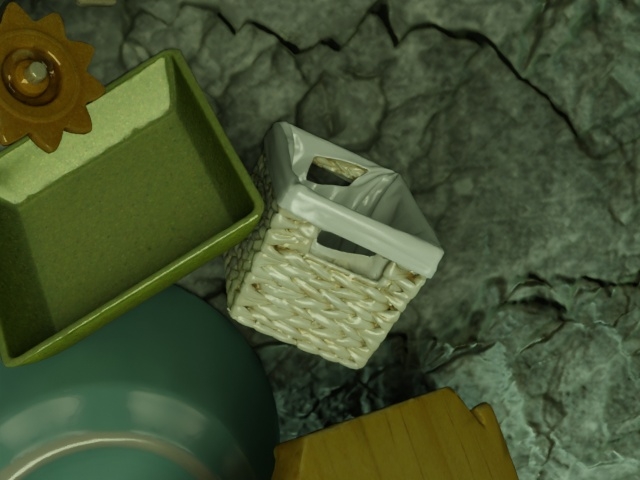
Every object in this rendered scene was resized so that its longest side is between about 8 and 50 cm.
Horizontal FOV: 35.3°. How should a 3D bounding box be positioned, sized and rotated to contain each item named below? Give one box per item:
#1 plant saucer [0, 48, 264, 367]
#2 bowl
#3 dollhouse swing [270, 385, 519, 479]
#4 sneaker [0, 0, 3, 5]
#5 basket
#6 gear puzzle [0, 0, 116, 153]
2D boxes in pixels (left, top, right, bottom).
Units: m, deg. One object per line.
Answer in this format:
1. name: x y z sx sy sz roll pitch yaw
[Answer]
1. plant saucer: -0.140 -0.020 0.681 0.188 0.188 0.045 -32 141 1
2. bowl: -0.158 0.188 0.704 0.312 0.163 0.311 -4 104 -17
3. dollhouse swing: -0.026 0.310 0.712 0.305 0.347 0.315 -24 79 30
4. sneaker: -0.337 -0.157 0.580 0.297 0.131 0.111 7 68 -32
5. basket: 0.000 0.000 0.700 0.113 0.167 0.103 24 107 -14
6. gear puzzle: -0.187 -0.212 0.594 0.176 0.044 0.338 -8 81 -37
